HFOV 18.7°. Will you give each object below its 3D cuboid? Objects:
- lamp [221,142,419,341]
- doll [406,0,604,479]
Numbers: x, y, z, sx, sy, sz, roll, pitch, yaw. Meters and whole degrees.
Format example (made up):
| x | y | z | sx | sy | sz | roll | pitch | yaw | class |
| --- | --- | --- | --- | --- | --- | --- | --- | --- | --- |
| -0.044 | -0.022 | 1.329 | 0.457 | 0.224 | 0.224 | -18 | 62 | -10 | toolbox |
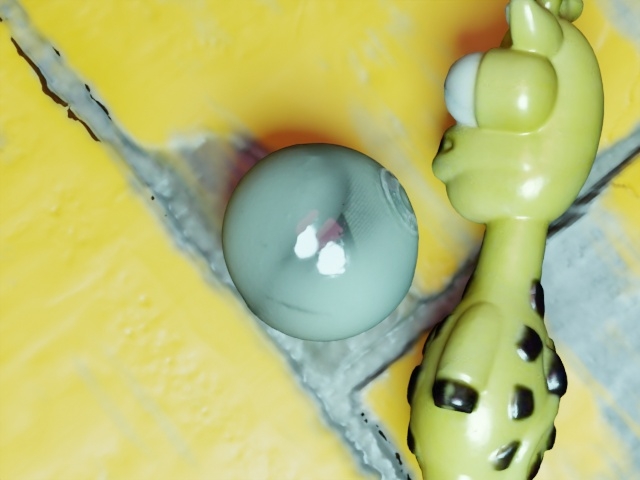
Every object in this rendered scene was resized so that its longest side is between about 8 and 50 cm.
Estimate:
| x | y | z | sx | sy | sz | roll | pitch | yaw | class |
| --- | --- | --- | --- | --- | --- | --- | --- | --- | --- |
| 0.000 | 0.000 | 1.011 | 0.105 | 0.105 | 0.105 | 0 | 83 | -2 | lamp |
| 0.095 | 0.002 | 1.012 | 0.086 | 0.117 | 0.291 | 6 | 83 | 17 | doll |
